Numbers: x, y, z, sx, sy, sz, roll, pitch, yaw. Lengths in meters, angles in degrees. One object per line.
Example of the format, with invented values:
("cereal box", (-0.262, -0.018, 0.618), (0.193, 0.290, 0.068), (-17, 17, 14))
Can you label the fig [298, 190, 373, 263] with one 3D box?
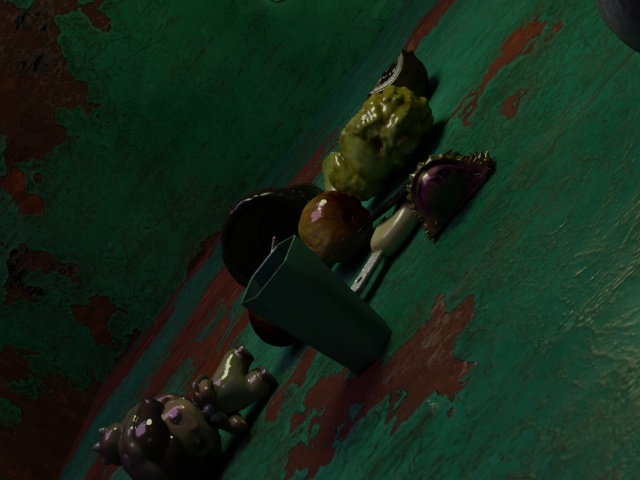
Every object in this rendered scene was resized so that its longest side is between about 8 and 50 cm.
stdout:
("fig", (0.000, 0.000, 1.923), (0.257, 0.159, 0.159), (-37, 21, 41))

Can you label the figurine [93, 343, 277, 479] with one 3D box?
("figurine", (-0.270, 0.384, 1.807), (0.380, 0.248, 0.203), (-43, 6, -8))

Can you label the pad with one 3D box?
("pad", (0.171, -0.098, 1.752), (0.174, 0.022, 0.233), (-37, -3, -41))

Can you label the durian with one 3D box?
("durian", (0.216, -0.112, 1.558), (0.187, 0.108, 0.119), (-51, 14, 14))

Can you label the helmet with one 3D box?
("helmet", (0.210, -0.400, 2.275), (0.198, 0.130, 0.224), (-49, 3, 3))

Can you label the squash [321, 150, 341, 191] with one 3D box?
("squash", (0.047, -0.149, 2.347), (0.094, 0.094, 0.224), (-47, 23, 29))

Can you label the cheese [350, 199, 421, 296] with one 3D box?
("cheese", (0.125, 0.013, 1.687), (0.235, 0.049, 0.127), (-58, 14, -19))

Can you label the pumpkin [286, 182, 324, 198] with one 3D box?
("pumpkin", (-0.072, -0.067, 2.372), (0.211, 0.152, 0.212), (-36, 19, 15))

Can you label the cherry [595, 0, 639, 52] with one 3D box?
("cherry", (0.461, -0.345, 1.059), (0.255, 0.218, 0.296), (-51, 2, 10))

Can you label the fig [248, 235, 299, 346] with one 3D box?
("fig", (-0.090, 0.096, 1.891), (0.170, 0.145, 0.274), (-51, 37, 33))

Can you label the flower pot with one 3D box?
("flower pot", (-0.096, -0.015, 2.139), (0.266, 0.266, 0.267), (-50, 2, 15))

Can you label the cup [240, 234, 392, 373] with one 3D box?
("cup", (0.000, 0.118, 1.452), (0.134, 0.235, 0.148), (-44, 14, 37))

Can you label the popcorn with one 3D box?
("popcorn", (0.149, -0.236, 2.008), (0.286, 0.173, 0.225), (-57, -7, 38))
